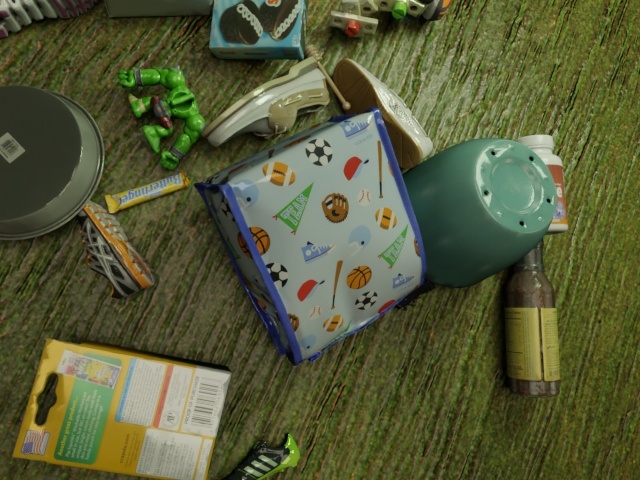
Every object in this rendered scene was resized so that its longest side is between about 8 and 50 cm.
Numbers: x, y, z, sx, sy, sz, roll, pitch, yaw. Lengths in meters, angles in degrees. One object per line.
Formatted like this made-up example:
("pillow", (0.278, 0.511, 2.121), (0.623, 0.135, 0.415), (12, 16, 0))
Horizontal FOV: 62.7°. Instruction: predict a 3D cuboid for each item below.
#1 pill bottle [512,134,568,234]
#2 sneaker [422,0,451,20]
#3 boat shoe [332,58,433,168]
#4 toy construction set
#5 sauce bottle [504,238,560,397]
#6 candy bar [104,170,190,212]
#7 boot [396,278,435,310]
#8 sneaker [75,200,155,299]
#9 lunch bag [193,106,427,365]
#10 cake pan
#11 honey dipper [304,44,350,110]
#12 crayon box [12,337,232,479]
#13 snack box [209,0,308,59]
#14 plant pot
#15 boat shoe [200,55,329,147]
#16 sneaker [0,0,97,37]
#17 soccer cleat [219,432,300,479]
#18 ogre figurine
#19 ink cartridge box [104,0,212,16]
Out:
("pill bottle", (0.485, -0.121, 1.187), (0.121, 0.121, 0.216), (-2, 84, -15))
("sneaker", (0.353, -0.625, 1.206), (0.180, 0.124, 0.321), (22, 79, -10))
("boat shoe", (0.136, -0.279, 1.137), (0.096, 0.098, 0.277), (-34, 85, -41))
("toy construction set", (0.139, -0.588, 1.132), (0.214, 0.151, 0.328), (16, 83, -19))
("sauce bottle", (0.464, 0.162, 1.157), (0.111, 0.111, 0.345), (3, 84, -14))
("candy bar", (-0.334, -0.096, 1.021), (0.161, 0.018, 0.040), (-22, 70, -16))
("boot", (0.180, 0.081, 1.129), (0.099, 0.045, 0.121), (-28, 90, -10))
("sneaker", (-0.398, 0.014, 0.968), (0.083, 0.084, 0.215), (-36, 87, 3))
("lunch bag", (0.000, 0.000, 0.984), (0.327, 0.239, 0.386), (-30, 108, -17))
("cake pan", (-0.537, -0.148, 0.925), (0.293, 0.054, 0.293), (1, 76, -3))
("honey dipper", (0.015, -0.346, 1.126), (0.030, 0.030, 0.161), (-30, 84, -16))
("crayon box", (-0.342, 0.302, 0.947), (0.322, 0.083, 0.203), (15, 81, -13))
("snack box", (-0.116, -0.533, 1.076), (0.187, 0.060, 0.322), (3, 82, 8))
("plant pot", (0.317, -0.069, 1.054), (0.292, 0.235, 0.293), (5, 73, -18))
("boat shoe", (-0.094, -0.257, 1.041), (0.302, 0.113, 0.103), (-40, 106, -26))
("sneaker", (-0.536, -0.469, 0.979), (0.236, 0.095, 0.105), (-23, 83, -15))
("soccer cleat", (-0.126, 0.428, 1.007), (0.178, 0.060, 0.072), (-16, 79, -22))
("ogre figurine", (-0.294, -0.248, 1.014), (0.118, 0.097, 0.197), (-25, 79, -4))
("ink cartridge box", (-0.334, -0.599, 1.025), (0.211, 0.121, 0.289), (-8, 86, -15))
